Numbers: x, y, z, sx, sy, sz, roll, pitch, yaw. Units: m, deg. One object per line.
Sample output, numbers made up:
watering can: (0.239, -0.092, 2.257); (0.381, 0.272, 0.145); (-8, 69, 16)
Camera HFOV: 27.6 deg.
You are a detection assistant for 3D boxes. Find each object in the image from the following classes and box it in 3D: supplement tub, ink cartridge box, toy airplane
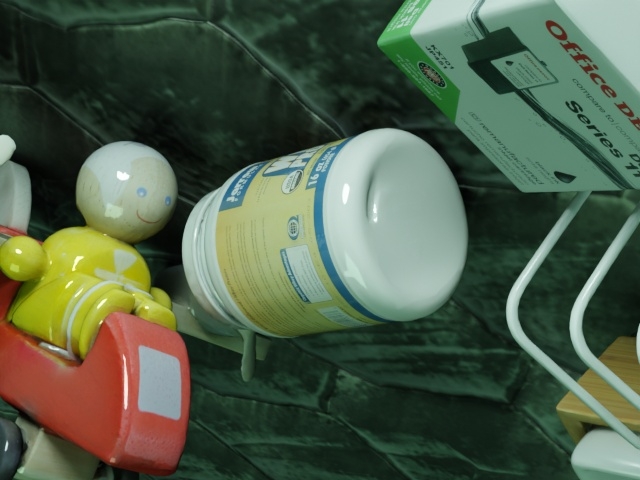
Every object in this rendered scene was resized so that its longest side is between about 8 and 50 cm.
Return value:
supplement tub: (0.000, 0.000, 1.022); (0.199, 0.144, 0.144); (-12, 128, 45)
ink cartridge box: (0.149, -0.107, 0.765); (0.153, 0.087, 0.208); (43, 165, -17)
toy airplane: (-0.223, 0.021, 1.141); (0.384, 0.386, 0.272); (36, 103, 4)

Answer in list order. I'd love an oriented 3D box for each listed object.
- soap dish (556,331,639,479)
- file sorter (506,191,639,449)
soap dish: (0.347, 0.172, 0.977); (0.290, 0.118, 0.229); (7, 154, 31)
file sorter: (0.275, 0.045, 0.762); (0.193, 0.173, 0.277); (40, 167, -22)
